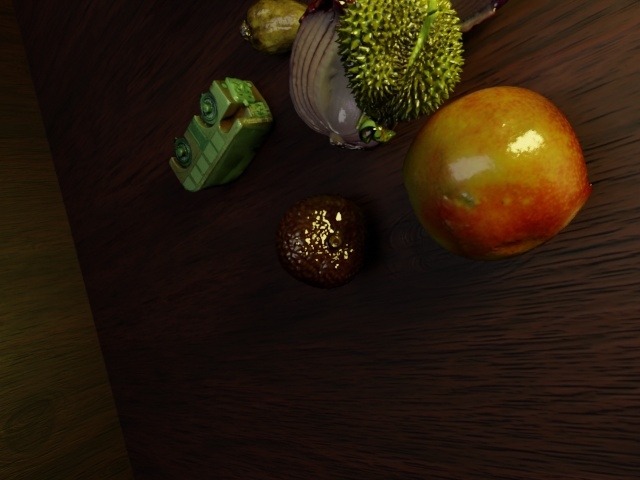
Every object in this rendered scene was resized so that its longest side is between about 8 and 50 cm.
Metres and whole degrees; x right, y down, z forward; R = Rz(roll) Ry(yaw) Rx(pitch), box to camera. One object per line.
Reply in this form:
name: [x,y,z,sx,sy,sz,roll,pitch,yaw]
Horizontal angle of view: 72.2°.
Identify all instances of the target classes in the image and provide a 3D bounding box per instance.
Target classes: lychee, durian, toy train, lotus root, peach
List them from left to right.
toy train: [-0.245,-0.235,1.058,0.326,0.129,0.159,-42,76,39]
lotus root: [-0.069,-0.430,0.882,0.191,0.094,0.108,10,139,31]
lychee: [0.000,0.003,0.846,0.194,0.194,0.194,11,106,41]
durian: [0.106,-0.240,0.580,0.159,0.146,0.198,-11,133,11]
peach: [0.230,-0.086,0.592,0.231,0.231,0.231,11,106,41]

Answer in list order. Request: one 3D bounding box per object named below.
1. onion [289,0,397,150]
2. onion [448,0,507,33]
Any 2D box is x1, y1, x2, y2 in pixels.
onion: [0.057,-0.299,0.735,0.227,0.120,0.283,31,145,21]
onion: [0.174,-0.398,0.608,0.207,0.201,0.200,-8,94,61]
